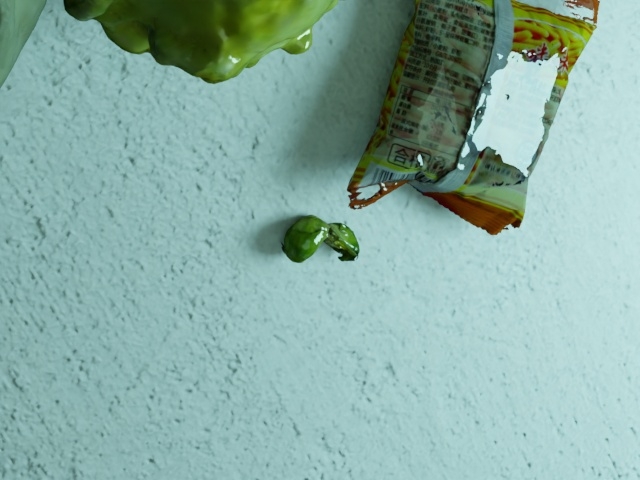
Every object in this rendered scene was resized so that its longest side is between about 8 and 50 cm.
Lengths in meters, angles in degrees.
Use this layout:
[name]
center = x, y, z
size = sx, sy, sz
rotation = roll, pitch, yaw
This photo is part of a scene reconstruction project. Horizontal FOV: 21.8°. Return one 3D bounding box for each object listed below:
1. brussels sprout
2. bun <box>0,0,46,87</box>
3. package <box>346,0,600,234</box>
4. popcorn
[brussels sprout]
center = 0.001, -0.001, 1.758
size = 0.083, 0.046, 0.051
rotation = -2, 106, -29
[bun]
center = -0.352, -0.227, 1.389
size = 0.365, 0.219, 0.365
rotation = -34, 142, -31
[package]
center = 0.164, -0.146, 1.724
size = 0.223, 0.108, 0.288
rotation = 13, 102, -25
[popcorn]
center = -0.094, -0.302, 1.496
size = 0.312, 0.312, 0.312
rotation = -7, 111, -17
